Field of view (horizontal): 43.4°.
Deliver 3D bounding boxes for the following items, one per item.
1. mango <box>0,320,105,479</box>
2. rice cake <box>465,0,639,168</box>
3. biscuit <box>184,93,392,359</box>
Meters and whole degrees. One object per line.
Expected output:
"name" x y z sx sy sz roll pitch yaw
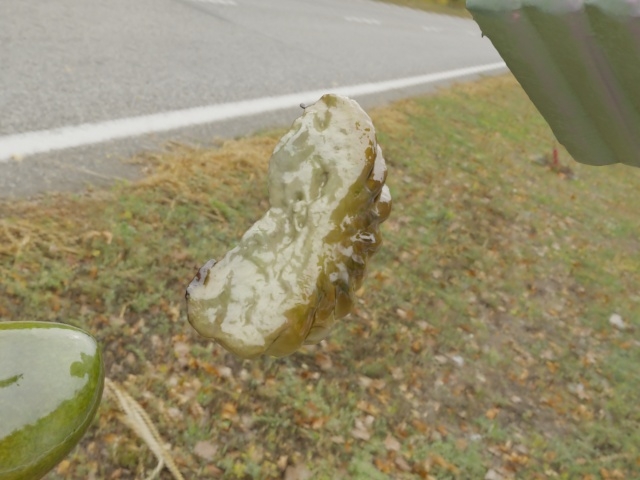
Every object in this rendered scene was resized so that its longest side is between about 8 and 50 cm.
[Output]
"mango" -0.251 0.116 0.460 0.111 0.268 0.133 60 6 -49
"rice cake" 0.204 -0.095 0.482 0.189 0.037 0.198 11 -16 32
"biscuit" 0.000 0.000 0.524 0.061 0.183 0.118 11 -21 42
